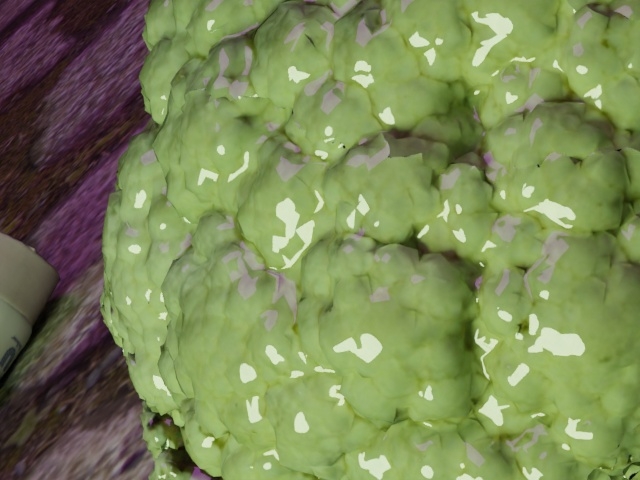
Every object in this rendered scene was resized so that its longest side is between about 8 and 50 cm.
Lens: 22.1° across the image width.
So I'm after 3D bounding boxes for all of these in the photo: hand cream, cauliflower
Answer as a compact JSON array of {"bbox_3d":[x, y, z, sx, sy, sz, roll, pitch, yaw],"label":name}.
[{"bbox_3d":[-0.270,0.109,1.093,0.133,0.083,0.248,-9,49,60],"label":"hand cream"},{"bbox_3d":[0.071,-0.001,0.522,0.275,0.250,0.272,2,84,20],"label":"cauliflower"}]
